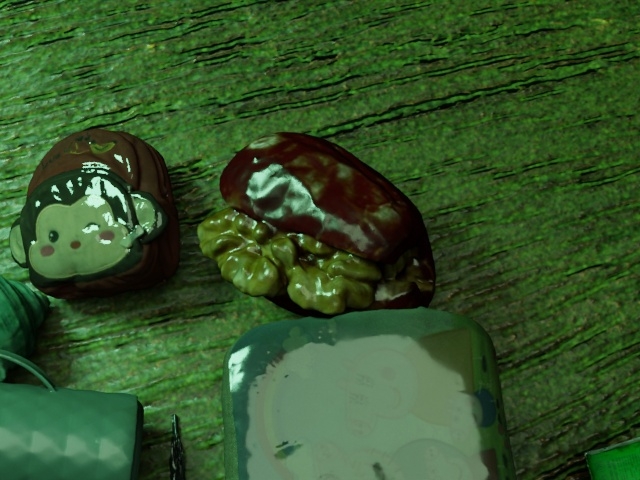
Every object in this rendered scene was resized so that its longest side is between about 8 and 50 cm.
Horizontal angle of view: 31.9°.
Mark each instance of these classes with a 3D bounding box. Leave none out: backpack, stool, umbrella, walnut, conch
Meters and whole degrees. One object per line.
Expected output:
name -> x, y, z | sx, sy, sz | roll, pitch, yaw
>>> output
backpack -> -0.276, -0.036, 1.414 | 0.229, 0.139, 0.229 | -4, 77, 18
stool -> 0.051, 0.253, 1.273 | 0.310, 0.226, 0.310 | -3, 72, -1
umbrella -> -0.174, 0.343, 1.349 | 0.044, 0.044, 0.269 | -26, 62, 32
walnut -> 0.000, 0.000, 1.335 | 0.269, 0.244, 0.221 | 22, 118, 27
conch -> -0.429, 0.118, 1.370 | 0.202, 0.134, 0.196 | -18, 115, -11

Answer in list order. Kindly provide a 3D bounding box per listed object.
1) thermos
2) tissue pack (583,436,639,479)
thermos -> -0.351, 0.221, 1.290 | 0.287, 0.145, 0.182 | 9, 93, -12
tissue pack -> 0.432, 0.326, 1.296 | 0.156, 0.148, 0.209 | 3, 66, -41
